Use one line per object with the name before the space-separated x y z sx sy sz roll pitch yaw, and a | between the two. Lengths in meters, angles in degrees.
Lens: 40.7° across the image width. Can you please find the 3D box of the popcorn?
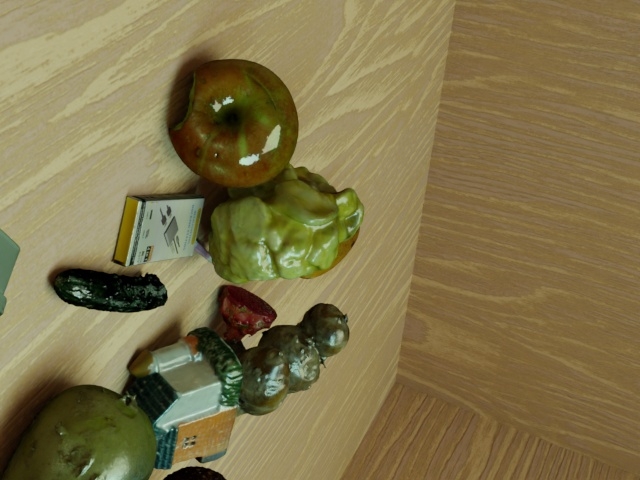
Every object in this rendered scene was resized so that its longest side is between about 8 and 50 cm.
popcorn | -0.083 -0.024 1.816 0.293 0.292 0.334 -60 -179 33

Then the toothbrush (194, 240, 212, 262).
toothbrush | -0.252 0.027 1.877 0.020 0.025 0.286 -66 161 -12

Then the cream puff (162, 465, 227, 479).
cream puff | -0.258 0.595 1.813 0.239 0.165 0.239 -8 90 -83

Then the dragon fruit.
dragon fruit | -0.192 0.185 2.061 0.111 0.153 0.153 -56 164 9

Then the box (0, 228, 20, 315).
box | -0.474 0.018 1.048 0.210 0.148 0.129 69 32 -63

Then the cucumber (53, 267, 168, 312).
cucumber | -0.368 0.092 1.529 0.072 0.081 0.303 -44 166 11

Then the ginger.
ginger | -0.104 0.293 2.015 0.375 0.176 0.256 -31 169 -40

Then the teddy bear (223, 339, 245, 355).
teddy bear | -0.228 0.356 2.105 0.182 0.129 0.251 -46 150 -57

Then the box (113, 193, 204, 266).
box | -0.297 -0.025 1.653 0.247 0.033 0.129 -11 117 -64

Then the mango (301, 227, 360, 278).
mango | 0.000 0.000 2.376 0.290 0.160 0.191 -51 162 -37

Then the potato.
potato | -0.425 0.418 1.461 0.359 0.219 0.269 -60 166 -24

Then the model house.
model house | -0.333 0.345 1.797 0.301 0.190 0.271 -13 131 -40

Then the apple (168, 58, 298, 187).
apple | -0.164 -0.217 1.644 0.226 0.246 0.246 115 -3 -82
